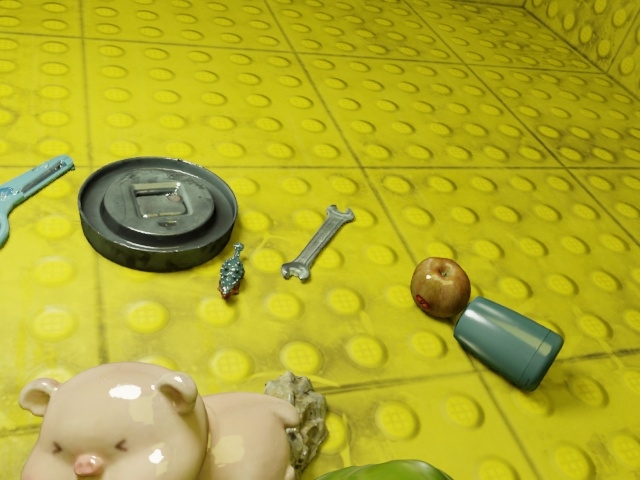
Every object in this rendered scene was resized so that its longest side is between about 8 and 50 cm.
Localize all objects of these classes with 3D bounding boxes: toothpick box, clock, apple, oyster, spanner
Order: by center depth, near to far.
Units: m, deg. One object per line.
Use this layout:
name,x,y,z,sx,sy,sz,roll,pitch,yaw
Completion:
oyster,-0.050,0.278,1.000,0.133,0.072,0.209,27,38,9
toothpick box,0.347,0.188,1.201,0.184,0.120,0.120,31,41,23
apple,0.245,0.092,1.292,0.126,0.102,0.126,10,40,-8
clock,-0.332,-0.061,1.318,0.319,0.066,0.318,9,38,-7
spanner,0.000,0.000,1.392,0.071,0.017,0.302,23,39,10

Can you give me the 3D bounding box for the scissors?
scissors,-0.630,-0.081,1.271,0.180,0.032,0.393,25,40,11

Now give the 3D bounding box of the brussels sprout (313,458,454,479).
brussels sprout,0.074,0.398,0.725,0.355,0.281,0.289,-5,70,-66

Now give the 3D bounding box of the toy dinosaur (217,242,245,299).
toy dinosaur,-0.172,0.059,1.236,0.049,0.055,0.154,9,41,-2

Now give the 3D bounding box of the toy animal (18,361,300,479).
toy animal,-0.205,0.276,0.788,0.345,0.246,0.277,4,43,1
